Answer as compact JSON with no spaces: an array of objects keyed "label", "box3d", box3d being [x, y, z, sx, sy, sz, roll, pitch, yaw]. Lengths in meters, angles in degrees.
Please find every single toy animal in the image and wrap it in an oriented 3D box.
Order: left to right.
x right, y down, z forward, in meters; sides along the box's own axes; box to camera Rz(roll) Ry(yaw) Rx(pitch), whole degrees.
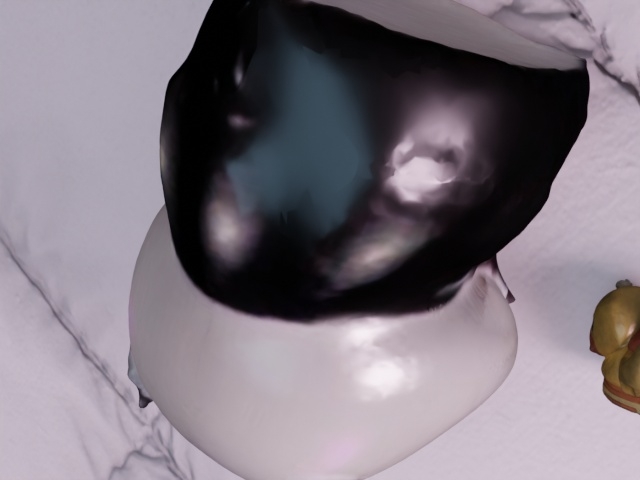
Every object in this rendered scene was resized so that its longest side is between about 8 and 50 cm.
[{"label":"toy animal","box3d":[0.000,0.000,0.819,0.251,0.251,0.310,29,112,26]}]

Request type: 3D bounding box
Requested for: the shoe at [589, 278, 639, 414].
[{"label":"shoe","box3d":[0.202,0.065,0.785,0.109,0.072,0.069,-118,23,-68]}]
